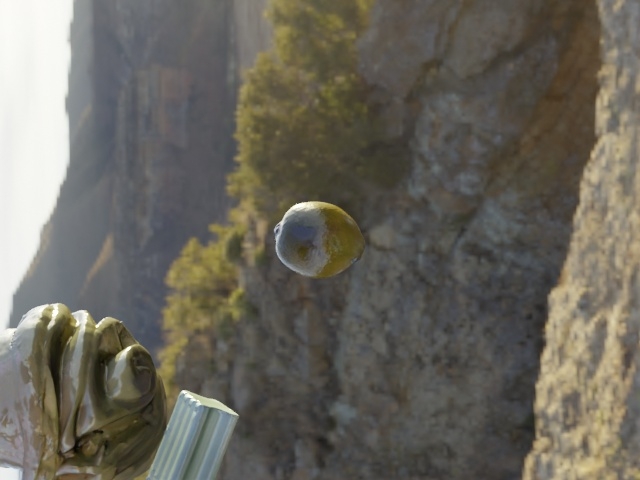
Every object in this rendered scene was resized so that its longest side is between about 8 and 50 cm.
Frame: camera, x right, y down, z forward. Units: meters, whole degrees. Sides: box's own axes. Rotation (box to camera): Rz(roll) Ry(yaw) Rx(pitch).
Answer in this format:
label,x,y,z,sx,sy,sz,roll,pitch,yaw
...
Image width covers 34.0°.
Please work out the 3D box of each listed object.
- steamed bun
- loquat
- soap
label,x,y,z,sx,sy,sz,roll,pitch,yaw
steamed bun,-0.395,0.274,1.748,0.339,0.247,0.352,-42,-66,-51
loquat,0.000,0.000,2.069,0.152,0.195,0.152,11,-90,-71
soap,-0.192,0.321,1.480,0.198,0.066,0.119,-69,20,-5
